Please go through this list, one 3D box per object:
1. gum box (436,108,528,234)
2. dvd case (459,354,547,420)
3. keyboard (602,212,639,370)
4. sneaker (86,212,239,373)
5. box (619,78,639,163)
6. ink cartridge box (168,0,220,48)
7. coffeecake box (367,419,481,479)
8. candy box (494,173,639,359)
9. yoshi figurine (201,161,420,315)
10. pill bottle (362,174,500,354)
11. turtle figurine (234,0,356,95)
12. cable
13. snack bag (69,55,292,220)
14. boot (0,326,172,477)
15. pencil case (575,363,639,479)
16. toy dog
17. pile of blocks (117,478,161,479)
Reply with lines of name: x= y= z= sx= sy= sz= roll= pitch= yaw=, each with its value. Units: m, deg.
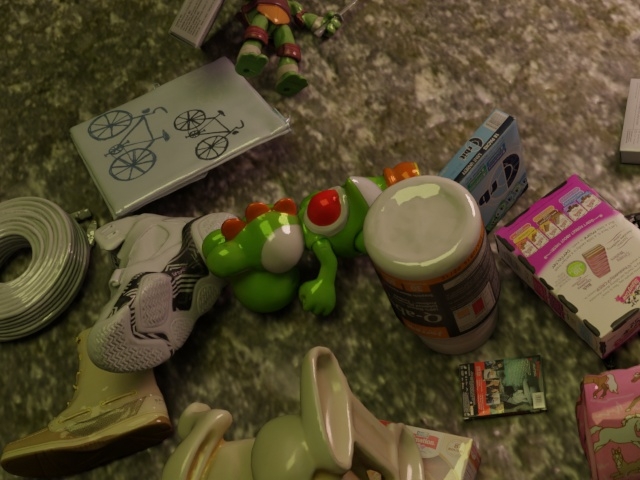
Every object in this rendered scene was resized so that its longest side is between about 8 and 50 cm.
gum box: x=0.244 y=-0.084 z=1.690 sx=0.041 sy=0.184 sz=0.157 roll=33 pitch=74 yaw=31
dvd case: x=0.261 y=0.211 z=1.603 sx=0.120 sy=0.013 sz=0.087 roll=-10 pitch=56 yaw=14
keyboard: x=0.464 y=0.101 z=1.595 sx=0.202 sy=0.033 sz=0.317 roll=-23 pitch=54 yaw=4
sneaker: x=-0.288 y=0.074 z=1.759 sx=0.210 sy=0.137 sz=0.366 roll=5 pitch=35 yaw=31
box: x=0.569 y=-0.183 z=1.736 sx=0.186 sy=0.038 sz=0.145 roll=6 pitch=61 yaw=21
ink cartridge box: x=-0.181 y=-0.479 z=2.011 sx=0.060 sy=0.239 sz=0.275 roll=28 pitch=96 yaw=-9
coffeecake box: x=0.125 y=0.353 z=1.524 sx=0.142 sy=0.068 sz=0.185 roll=7 pitch=61 yaw=24
candy box: x=0.384 y=0.034 z=1.601 sx=0.159 sy=0.071 sz=0.233 roll=-35 pitch=54 yaw=-7
yoshi figurine: x=0.000 y=0.011 z=1.755 sx=0.362 sy=0.203 sz=0.202 roll=-14 pitch=95 yaw=-7
pill bottle: x=0.167 y=0.044 z=1.577 sx=0.162 sy=0.278 sz=0.162 roll=-9 pitch=56 yaw=13
turtle figurine: x=-0.055 y=-0.416 z=1.998 sx=0.275 sy=0.198 sz=0.266 roll=-7 pitch=61 yaw=19
cable: x=-0.523 y=0.046 z=1.924 sx=0.257 sy=0.089 sz=0.257 roll=-8 pitch=57 yaw=14
snack bag: x=-0.254 y=-0.193 z=1.974 sx=0.343 sy=0.037 sz=0.323 roll=-28 pitch=40 yaw=-10
boot: x=-0.374 y=0.246 z=1.739 sx=0.262 sy=0.095 sz=0.203 roll=-18 pitch=56 yaw=0
pencil case: x=0.523 y=0.222 z=1.413 sx=0.386 sy=0.167 sz=0.160 roll=-12 pitch=58 yaw=11
toy dog: x=-0.092 y=0.386 z=1.405 sx=0.408 sy=0.284 sz=0.395 roll=-24 pitch=51 yaw=22
pile of blocks: x=-0.325 y=0.440 z=1.572 sx=0.362 sy=0.149 sz=0.113 roll=-44 pitch=44 yaw=-13
